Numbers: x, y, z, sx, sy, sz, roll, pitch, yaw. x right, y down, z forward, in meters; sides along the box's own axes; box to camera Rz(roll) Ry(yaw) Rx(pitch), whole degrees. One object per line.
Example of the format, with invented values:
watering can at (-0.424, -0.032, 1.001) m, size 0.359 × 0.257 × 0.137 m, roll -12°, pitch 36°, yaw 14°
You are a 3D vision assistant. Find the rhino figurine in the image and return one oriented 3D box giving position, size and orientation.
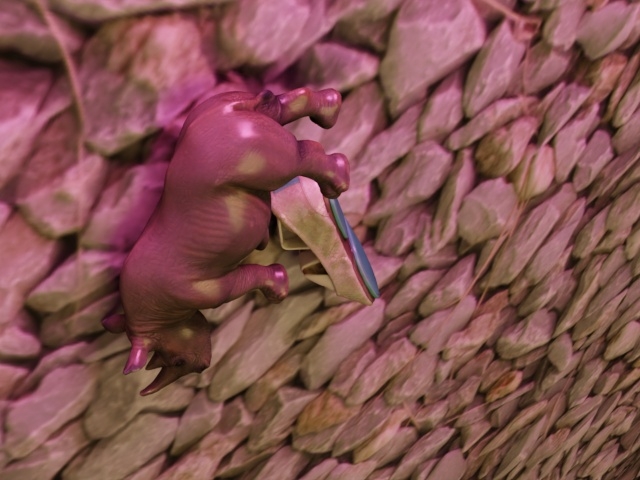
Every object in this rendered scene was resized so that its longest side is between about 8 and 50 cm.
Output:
rhino figurine at (-0.072, 0.008, 0.686) m, size 0.106 × 0.073 × 0.243 m, roll 4°, pitch 126°, yaw -40°

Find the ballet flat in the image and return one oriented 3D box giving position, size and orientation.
ballet flat at (0.000, 0.000, 0.794) m, size 0.052 × 0.057 × 0.168 m, roll -18°, pitch 143°, yaw 7°
